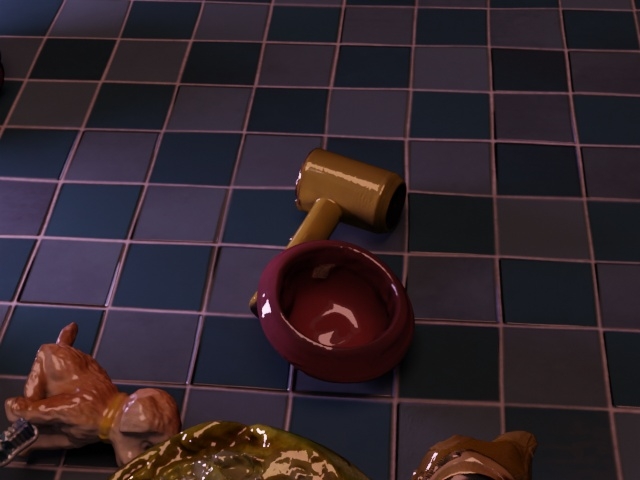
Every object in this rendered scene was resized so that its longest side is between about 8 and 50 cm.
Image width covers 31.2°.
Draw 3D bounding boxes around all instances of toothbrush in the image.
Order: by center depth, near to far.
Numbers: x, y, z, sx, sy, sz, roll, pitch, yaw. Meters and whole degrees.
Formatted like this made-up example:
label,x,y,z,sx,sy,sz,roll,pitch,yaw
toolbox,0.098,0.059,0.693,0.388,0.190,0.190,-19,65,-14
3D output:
label,x,y,z,sx,sy,sz,roll,pitch,yaw
toothbrush,-0.459,0.308,1.186,0.386,0.040,0.040,-35,51,-13

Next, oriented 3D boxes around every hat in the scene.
label,x,y,z,sx,sy,sz,roll,pitch,yaw
hat,0.016,0.092,1.390,0.205,0.089,0.205,6,50,-7

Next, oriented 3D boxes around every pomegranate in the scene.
label,x,y,z,sx,sy,sz,roll,pitch,yaw
pomegranate,-0.070,0.351,1.051,0.309,0.216,0.358,-4,73,3

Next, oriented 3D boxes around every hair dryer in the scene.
label,x,y,z,sx,sy,sz,roll,pitch,yaw
hair dryer,0.000,0.000,1.513,0.135,0.090,0.279,20,53,19

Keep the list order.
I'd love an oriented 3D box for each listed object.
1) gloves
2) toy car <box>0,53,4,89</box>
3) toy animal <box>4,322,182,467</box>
label,x,y,z,sx,sy,sz,roll,pitch,yaw
gloves,0.148,0.260,1.090,0.141,0.331,0.154,-15,76,10
toy car,-0.659,-0.304,1.741,0.271,0.240,0.341,18,49,18
toy animal,-0.238,0.170,1.315,0.185,0.104,0.184,4,44,12
